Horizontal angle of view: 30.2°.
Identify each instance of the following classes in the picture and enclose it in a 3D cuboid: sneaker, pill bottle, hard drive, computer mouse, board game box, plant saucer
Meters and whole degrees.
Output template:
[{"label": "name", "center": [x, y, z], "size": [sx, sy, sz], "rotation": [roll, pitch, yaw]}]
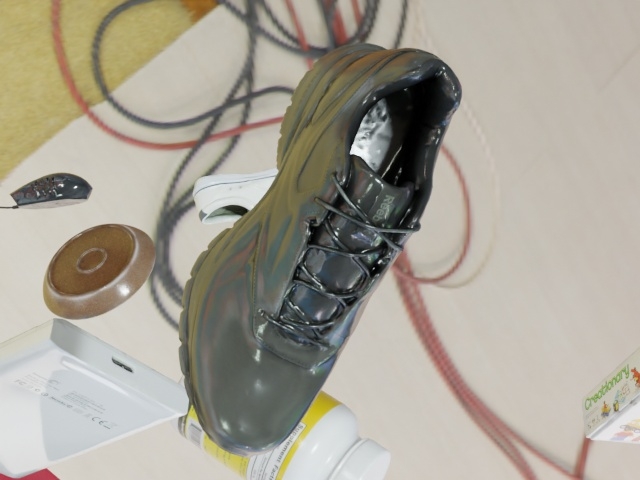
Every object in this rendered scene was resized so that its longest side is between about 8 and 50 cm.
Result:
[{"label": "sneaker", "center": [-0.097, -0.072, 2.122], "size": [0.258, 0.094, 0.091], "rotation": [-8, 62, 1]}, {"label": "pill bottle", "center": [-0.062, 0.308, 1.899], "size": [0.188, 0.334, 0.188], "rotation": [-48, 157, -28]}, {"label": "hard drive", "center": [-0.333, 0.193, 1.384], "size": [0.203, 0.307, 0.040], "rotation": [37, 43, -37]}, {"label": "computer mouse", "center": [-0.422, -0.059, 1.609], "size": [0.071, 0.242, 0.041], "rotation": [13, 70, -76]}, {"label": "board game box", "center": [0.448, 0.158, 1.207], "size": [0.305, 0.193, 0.053], "rotation": [7, 58, -13]}, {"label": "sneaker", "center": [0.000, 0.000, 0.740], "size": [0.109, 0.130, 0.286], "rotation": [23, 83, -22]}, {"label": "plant saucer", "center": [-0.306, 0.034, 1.609], "size": [0.168, 0.168, 0.029], "rotation": [-51, 139, -24]}]

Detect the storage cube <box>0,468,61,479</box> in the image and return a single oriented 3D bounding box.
[{"label": "storage cube", "center": [-0.513, 0.411, 1.727], "size": [0.215, 0.193, 0.184], "rotation": [43, 108, -11]}]
